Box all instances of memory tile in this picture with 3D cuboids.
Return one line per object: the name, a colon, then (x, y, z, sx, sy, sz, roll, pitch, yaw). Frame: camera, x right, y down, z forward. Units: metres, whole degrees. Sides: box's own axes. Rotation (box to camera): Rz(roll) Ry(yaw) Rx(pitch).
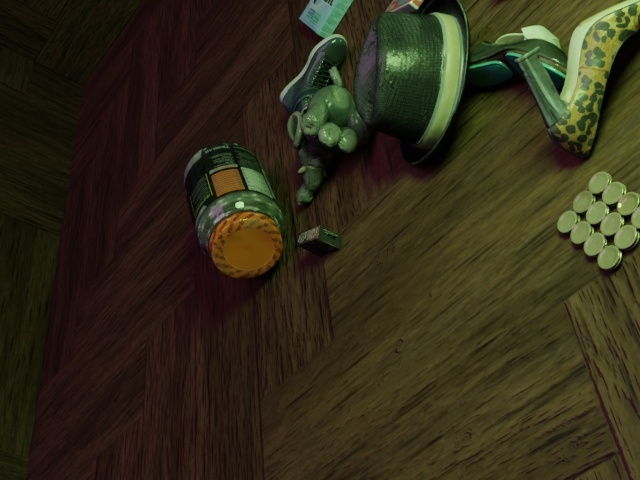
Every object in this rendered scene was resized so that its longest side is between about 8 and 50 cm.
memory tile: (0.414, -0.030, 1.275, 0.113, 0.012, 0.148, -55, 31, 15)

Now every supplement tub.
supplement tub: (-0.203, -0.072, 2.071, 0.207, 0.207, 0.338, -52, 32, 20)

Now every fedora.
fedora: (0.157, -0.317, 1.668, 0.334, 0.152, 0.334, -171, 90, -72)

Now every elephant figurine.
elephant figurine: (-0.006, -0.224, 1.950, 0.186, 0.169, 0.239, -47, 3, -30)

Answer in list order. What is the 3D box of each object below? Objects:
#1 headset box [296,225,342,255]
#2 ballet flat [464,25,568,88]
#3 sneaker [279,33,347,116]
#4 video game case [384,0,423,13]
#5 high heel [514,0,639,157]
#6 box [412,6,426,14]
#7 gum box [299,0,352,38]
headset box: (0.000, 0.000, 1.846, 0.083, 0.062, 0.032, -22, 52, 51)
ballet flat: (0.347, -0.322, 1.518, 0.096, 0.095, 0.280, -58, 30, -7)
sneaker: (0.004, -0.369, 2.088, 0.226, 0.086, 0.163, -51, 35, 20)
video game case: (0.244, -0.591, 1.842, 0.285, 0.025, 0.204, -56, 14, -2)
high heel: (0.450, -0.256, 1.356, 0.261, 0.186, 0.093, -29, 6, 0)
box: (0.210, -0.435, 1.857, 0.178, 0.042, 0.109, -6, 65, 55)
gum box: (0.029, -0.627, 2.281, 0.184, 0.041, 0.157, -56, 31, 14)
